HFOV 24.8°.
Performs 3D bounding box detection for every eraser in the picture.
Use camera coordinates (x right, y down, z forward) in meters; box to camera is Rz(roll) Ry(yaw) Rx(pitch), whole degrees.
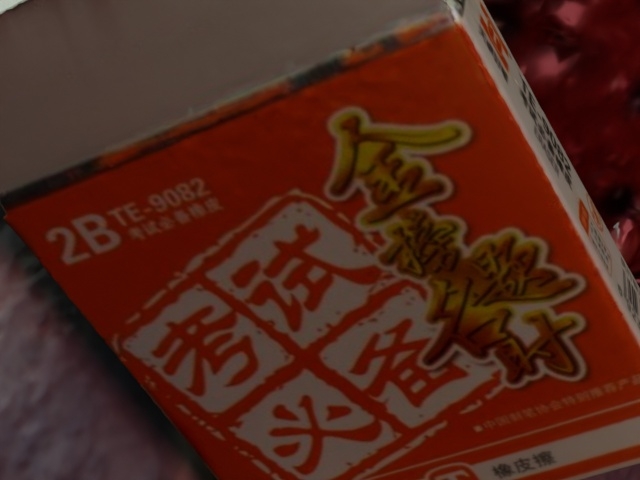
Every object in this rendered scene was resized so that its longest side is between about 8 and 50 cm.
[{"bbox_3d":[0.000,0.000,0.449,0.230,0.157,0.038,56,27,-29],"label":"eraser"}]

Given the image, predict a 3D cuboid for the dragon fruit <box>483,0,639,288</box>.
[{"bbox_3d":[0.029,-0.129,0.542,0.286,0.228,0.329,-10,118,-15],"label":"dragon fruit"}]
